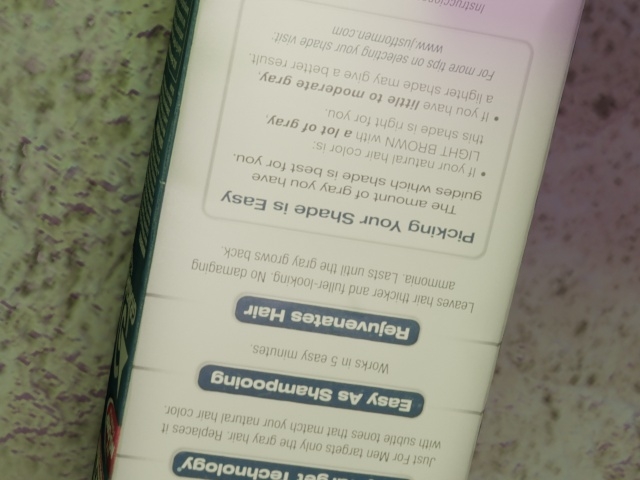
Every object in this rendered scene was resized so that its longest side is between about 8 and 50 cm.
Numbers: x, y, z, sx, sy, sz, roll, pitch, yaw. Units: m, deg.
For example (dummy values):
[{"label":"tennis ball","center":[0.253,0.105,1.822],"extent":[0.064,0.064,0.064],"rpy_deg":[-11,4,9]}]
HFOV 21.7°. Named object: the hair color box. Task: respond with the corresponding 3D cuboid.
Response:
[{"label":"hair color box","center":[0.000,0.000,0.795],"extent":[0.174,0.105,0.347],"rpy_deg":[9,105,-12]}]
